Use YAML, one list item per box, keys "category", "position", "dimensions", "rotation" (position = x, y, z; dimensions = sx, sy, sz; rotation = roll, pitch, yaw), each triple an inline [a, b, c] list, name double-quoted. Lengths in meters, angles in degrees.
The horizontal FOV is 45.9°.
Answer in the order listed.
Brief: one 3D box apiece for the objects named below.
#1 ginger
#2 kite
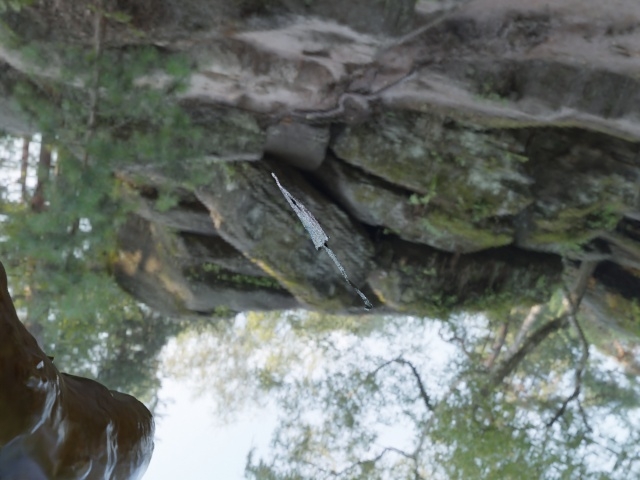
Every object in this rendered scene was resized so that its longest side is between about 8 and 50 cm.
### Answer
- category: "ginger"
  position: [-0.243, 0.137, 0.564]
  dimensions: [0.165, 0.321, 0.172]
  rotation: [22, -118, 29]
- category: "kite"
  position: [0.000, 0.000, 0.693]
  dimensions: [0.157, 0.011, 0.139]
  rotation: [54, 177, 1]
